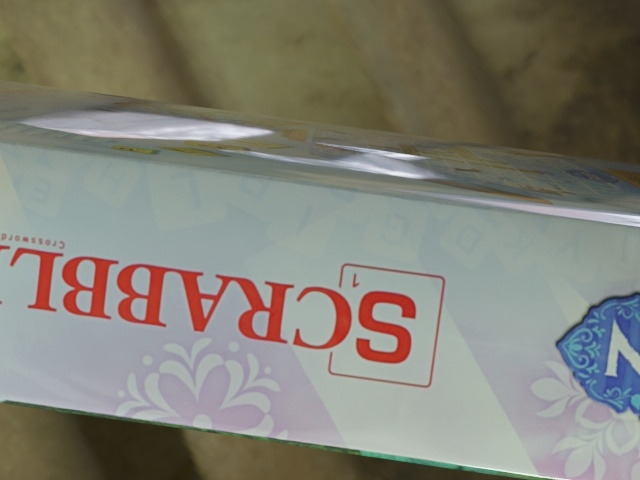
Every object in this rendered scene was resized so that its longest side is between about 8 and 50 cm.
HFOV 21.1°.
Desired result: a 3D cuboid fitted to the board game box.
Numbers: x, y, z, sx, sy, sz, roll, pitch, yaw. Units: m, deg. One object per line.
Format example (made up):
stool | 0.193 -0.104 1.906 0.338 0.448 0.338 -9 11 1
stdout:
board game box | 0.000 0.000 0.543 0.319 0.318 0.066 -48 146 -83
